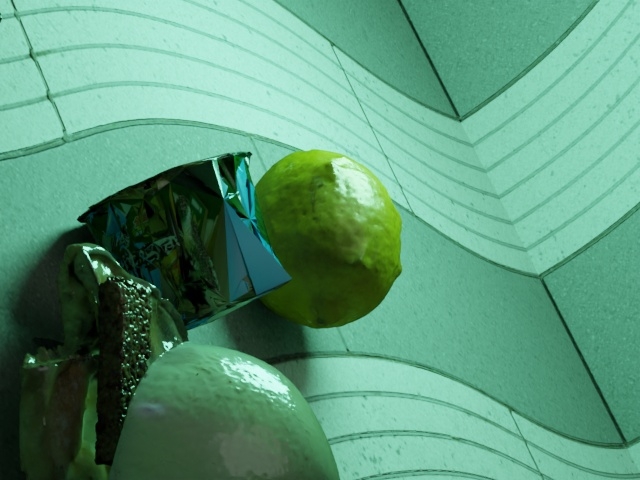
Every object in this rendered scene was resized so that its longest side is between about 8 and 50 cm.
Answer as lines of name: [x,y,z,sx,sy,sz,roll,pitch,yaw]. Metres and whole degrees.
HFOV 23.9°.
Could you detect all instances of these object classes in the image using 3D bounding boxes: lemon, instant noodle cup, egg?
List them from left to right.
instant noodle cup: [-0.161,0.013,1.869,0.240,0.240,0.178,-16,82,-65]
egg: [-0.078,0.264,1.565,0.337,0.201,0.337,4,90,-75]
lemon: [0.000,0.000,2.161,0.233,0.234,0.288,33,39,-42]

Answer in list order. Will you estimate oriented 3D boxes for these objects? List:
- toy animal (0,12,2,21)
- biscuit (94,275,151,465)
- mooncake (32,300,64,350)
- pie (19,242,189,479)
toy animal: [-0.468,-0.272,1.782,0.245,0.114,0.146,45,9,30]
biscuit: [-0.203,0.136,1.564,0.064,0.034,0.199,31,53,-58]
mooncake: [-0.324,0.160,1.575,0.346,0.057,0.150,-74,150,-50]
pie: [-0.224,0.171,1.637,0.337,0.075,0.337,39,45,-55]
